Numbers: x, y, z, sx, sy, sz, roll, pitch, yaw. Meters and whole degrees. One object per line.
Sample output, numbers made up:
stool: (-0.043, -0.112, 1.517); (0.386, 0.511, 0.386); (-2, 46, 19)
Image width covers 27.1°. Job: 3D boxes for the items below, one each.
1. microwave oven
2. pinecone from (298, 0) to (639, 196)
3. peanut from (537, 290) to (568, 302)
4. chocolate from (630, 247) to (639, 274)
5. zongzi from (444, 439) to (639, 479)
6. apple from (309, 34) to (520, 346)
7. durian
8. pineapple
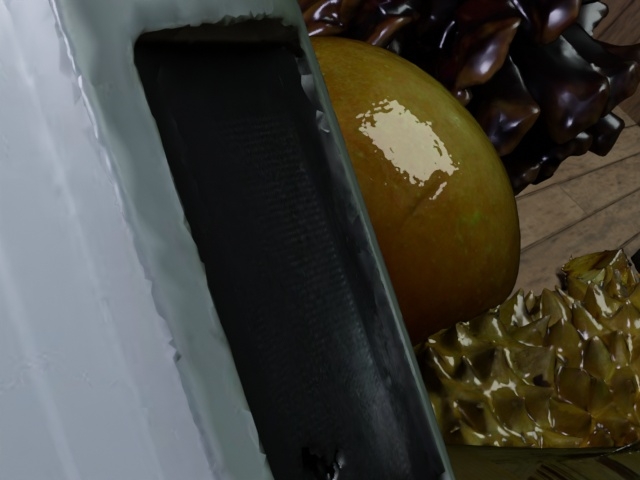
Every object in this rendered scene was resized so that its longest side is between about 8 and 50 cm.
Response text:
microwave oven: (-0.095, 0.028, 0.432); (0.181, 0.237, 0.295); (-22, 93, -67)
pinecone: (0.109, -0.200, 1.137); (0.397, 0.398, 0.398); (36, 21, -16)
peanut: (0.206, 0.087, 1.198); (0.076, 0.076, 0.152); (44, 20, 5)
chocolate: (0.549, 0.064, 1.503); (0.314, 0.297, 0.326); (42, 20, -36)
zongzi: (0.057, 0.124, 0.696); (0.260, 0.123, 0.289); (-25, 62, -36)
apple: (0.000, 0.000, 0.778); (0.207, 0.237, 0.237); (43, 20, 11)
durian: (0.137, 0.102, 0.891); (0.195, 0.186, 0.305); (22, 26, 5)
pineapple: (0.309, 0.050, 1.476); (0.114, 0.077, 0.114); (44, 33, 21)
